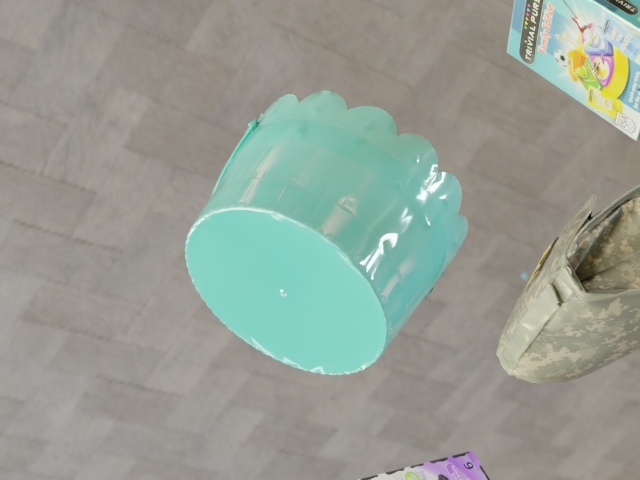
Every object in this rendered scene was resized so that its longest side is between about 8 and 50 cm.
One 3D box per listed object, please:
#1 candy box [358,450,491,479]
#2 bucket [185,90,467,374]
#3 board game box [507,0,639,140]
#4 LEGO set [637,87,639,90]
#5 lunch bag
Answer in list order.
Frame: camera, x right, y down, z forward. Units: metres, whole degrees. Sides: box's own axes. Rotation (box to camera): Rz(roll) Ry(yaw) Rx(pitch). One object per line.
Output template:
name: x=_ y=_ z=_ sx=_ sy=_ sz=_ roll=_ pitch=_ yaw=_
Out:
candy box: x=0.142 y=0.355 z=1.332 sx=0.196 sy=0.165 sz=0.070 roll=-4 pitch=140 yaw=-39
bucket: x=0.000 y=0.000 z=1.198 sx=0.281 sy=0.183 sz=0.281 roll=20 pitch=139 yaw=18
board game box: x=0.512 y=-0.379 z=2.091 sx=0.079 sy=0.336 sz=0.253 roll=-37 pitch=150 yaw=-22
LEGO set: x=0.396 y=-0.171 z=1.269 sx=0.023 sy=0.054 sz=0.083 roll=21 pitch=114 yaw=-41
lunch bag: x=0.356 y=0.048 z=1.333 sx=0.287 sy=0.169 sz=0.235 roll=-19 pitch=156 yaw=-22
